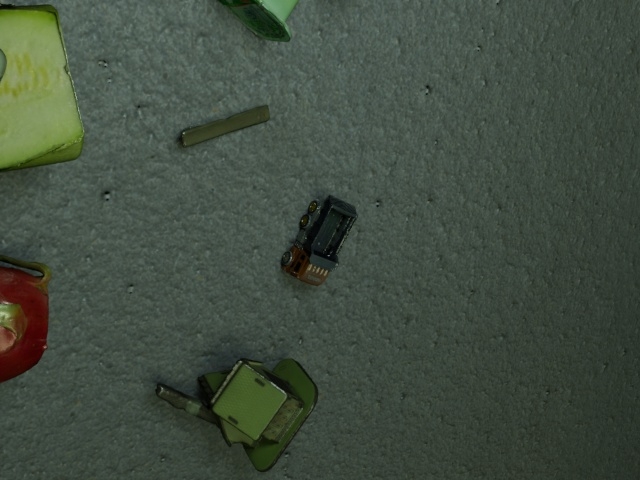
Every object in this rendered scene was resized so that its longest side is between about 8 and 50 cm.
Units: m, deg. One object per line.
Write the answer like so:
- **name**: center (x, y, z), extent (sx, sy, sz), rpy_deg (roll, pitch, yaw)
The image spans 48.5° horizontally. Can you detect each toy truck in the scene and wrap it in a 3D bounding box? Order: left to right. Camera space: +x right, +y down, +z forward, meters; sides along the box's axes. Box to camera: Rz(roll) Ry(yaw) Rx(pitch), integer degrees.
- **toy truck**: center (0.000, 0.000, 1.492), extent (0.083, 0.092, 0.192), rpy_deg (22, 99, -37)

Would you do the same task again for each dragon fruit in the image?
- **dragon fruit**: center (-0.555, 0.130, 1.149), extent (0.227, 0.224, 0.224), rpy_deg (18, 101, -33)

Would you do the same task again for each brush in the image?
- **brush**: center (-0.179, -0.216, 1.332), extent (0.190, 0.027, 0.034), rpy_deg (-24, 126, -29)

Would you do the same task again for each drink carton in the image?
- **drink carton**: center (-0.083, -0.443, 1.223), extent (0.144, 0.146, 0.142), rpy_deg (38, 81, -37)

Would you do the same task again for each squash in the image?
- **squash**: center (-0.530, -0.203, 1.011), extent (0.308, 0.210, 0.234), rpy_deg (-13, 95, -31)

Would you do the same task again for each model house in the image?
- **model house**: center (-0.182, 0.307, 1.468), extent (0.278, 0.205, 0.218), rpy_deg (36, 89, -30)

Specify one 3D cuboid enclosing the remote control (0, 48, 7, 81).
- **remote control**: center (-0.579, -0.283, 0.957), extent (0.309, 0.038, 0.090), rpy_deg (23, 91, -5)
